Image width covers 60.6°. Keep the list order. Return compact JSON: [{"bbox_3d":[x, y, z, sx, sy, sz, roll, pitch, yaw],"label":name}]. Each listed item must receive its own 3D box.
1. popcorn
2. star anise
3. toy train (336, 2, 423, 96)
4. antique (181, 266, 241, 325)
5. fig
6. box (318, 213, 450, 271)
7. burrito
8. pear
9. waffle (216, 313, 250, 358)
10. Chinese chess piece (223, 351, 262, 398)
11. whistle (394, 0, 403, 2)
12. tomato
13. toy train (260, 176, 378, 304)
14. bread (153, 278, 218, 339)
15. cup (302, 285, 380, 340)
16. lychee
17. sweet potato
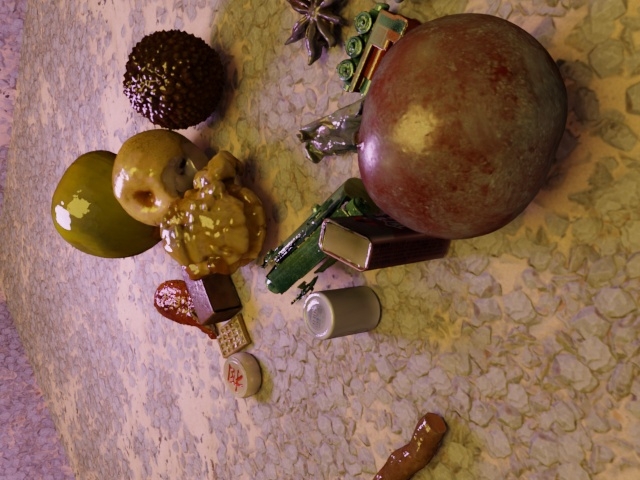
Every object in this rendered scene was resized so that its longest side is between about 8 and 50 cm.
[{"bbox_3d":[-0.253,-0.054,1.341,0.265,0.225,0.331,14,90,31],"label":"popcorn"},{"bbox_3d":[-0.009,-0.471,1.141,0.181,0.061,0.204,6,103,40],"label":"star anise"},{"bbox_3d":[0.104,-0.351,1.035,0.118,0.074,0.175,40,121,29],"label":"toy train"},{"bbox_3d":[-0.326,0.076,1.524,0.087,0.094,0.309,-42,65,41],"label":"antique"},{"bbox_3d":[-0.626,-0.098,1.668,0.344,0.344,0.342,7,100,46],"label":"fig"},{"bbox_3d":[0.116,-0.003,0.953,0.120,0.224,0.068,27,113,40],"label":"box"},{"bbox_3d":[0.074,-0.226,1.075,0.309,0.066,0.096,-13,122,45],"label":"burrito"},{"bbox_3d":[-0.429,-0.175,1.488,0.271,0.271,0.270,7,100,46],"label":"pear"},{"bbox_3d":[-0.244,0.267,1.515,0.135,0.021,0.092,-37,70,41],"label":"waffle"},{"bbox_3d":[-0.210,0.360,1.468,0.122,0.051,0.121,7,100,45],"label":"Chinese chess piece"},{"bbox_3d":[0.162,-0.465,0.940,0.245,0.110,0.092,13,139,43],"label":"whistle"},{"bbox_3d":[0.194,-0.159,0.790,0.283,0.317,0.316,19,109,24],"label":"tomato"},{"bbox_3d":[0.007,0.005,1.120,0.126,0.189,0.307,48,126,2],"label":"toy train"},{"bbox_3d":[-0.400,0.195,1.618,0.269,0.095,0.139,20,117,39],"label":"bread"},{"bbox_3d":[0.033,0.157,1.127,0.136,0.133,0.099,-48,58,39],"label":"cup"},{"bbox_3d":[-0.379,-0.406,1.389,0.268,0.268,0.267,7,100,46],"label":"lychee"},{"bbox_3d":[0.159,0.449,1.081,0.059,0.067,0.281,24,122,-6],"label":"sweet potato"}]
